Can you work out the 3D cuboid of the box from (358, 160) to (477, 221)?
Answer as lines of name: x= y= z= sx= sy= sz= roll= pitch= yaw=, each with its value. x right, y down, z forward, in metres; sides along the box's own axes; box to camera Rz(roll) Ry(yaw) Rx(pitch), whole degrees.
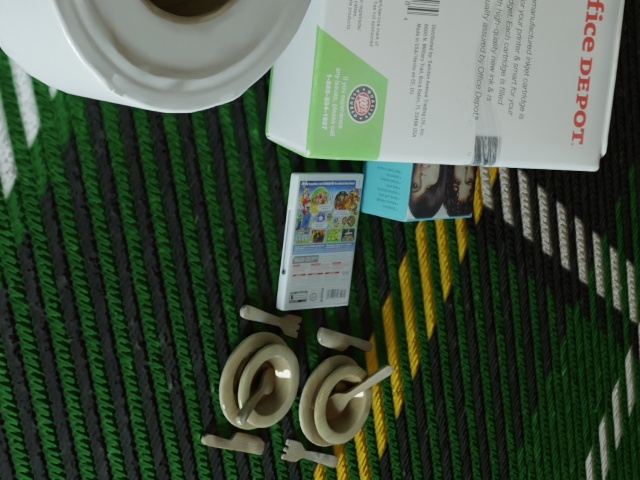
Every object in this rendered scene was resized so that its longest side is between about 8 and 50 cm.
box: x=0.100 y=-0.143 z=1.579 sx=0.100 sy=0.060 sz=0.244 roll=-5 pitch=104 yaw=-47

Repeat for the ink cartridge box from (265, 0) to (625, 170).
ink cartridge box: x=0.106 y=-0.168 z=1.461 sx=0.272 sy=0.115 sz=0.198 roll=2 pitch=100 yaw=-21

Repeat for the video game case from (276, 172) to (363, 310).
video game case: x=0.000 y=0.000 z=1.547 sx=0.087 sy=0.011 sz=0.122 roll=-2 pitch=103 yaw=-47

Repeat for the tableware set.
tableware set: x=-0.013 y=0.137 z=1.551 sx=0.194 sy=0.039 sz=0.128 roll=19 pitch=87 yaw=-48

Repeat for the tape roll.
tape roll: x=-0.123 y=-0.240 z=1.278 sx=0.286 sy=0.100 sz=0.286 roll=-15 pitch=112 yaw=-44
